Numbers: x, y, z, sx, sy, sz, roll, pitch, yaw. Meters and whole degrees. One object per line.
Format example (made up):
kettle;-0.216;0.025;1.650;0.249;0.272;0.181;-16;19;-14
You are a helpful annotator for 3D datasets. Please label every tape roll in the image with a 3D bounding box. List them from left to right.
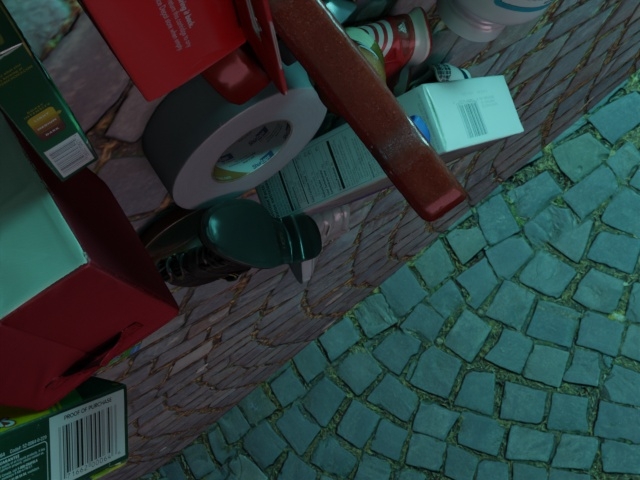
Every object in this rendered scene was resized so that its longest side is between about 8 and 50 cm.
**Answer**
tape roll;-0.100;-0.132;0.938;0.219;0.072;0.219;-33;165;-10

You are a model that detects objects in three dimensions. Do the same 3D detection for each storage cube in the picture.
storage cube;-0.284;0.026;0.743;0.183;0.215;0.193;-35;160;0

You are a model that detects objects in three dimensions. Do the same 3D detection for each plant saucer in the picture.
plant saucer;-0.206;-0.011;1.169;0.168;0.029;0.168;-34;166;-10

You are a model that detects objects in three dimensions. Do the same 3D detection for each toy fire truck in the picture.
toy fire truck;0.015;-0.151;0.676;0.169;0.254;0.302;-36;-165;8

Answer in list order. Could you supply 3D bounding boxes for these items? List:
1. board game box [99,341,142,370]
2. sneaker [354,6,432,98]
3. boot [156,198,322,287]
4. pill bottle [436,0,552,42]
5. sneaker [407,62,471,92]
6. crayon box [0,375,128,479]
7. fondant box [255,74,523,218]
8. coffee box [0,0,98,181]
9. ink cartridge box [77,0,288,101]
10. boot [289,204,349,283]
board game box;-0.401;0.194;1.358;0.211;0.039;0.160;-26;164;-32
sneaker;0.054;-0.230;1.030;0.128;0.087;0.221;-11;164;-13
boot;-0.146;0.023;1.105;0.228;0.091;0.263;-17;166;30
pill bottle;0.225;-0.343;0.868;0.146;0.146;0.264;-27;164;-31
sneaker;0.145;-0.203;1.305;0.094;0.090;0.235;0;140;-47
crayon box;-0.445;0.217;0.827;0.313;0.106;0.363;7;-169;31
fondant box;0.095;-0.130;1.154;0.330;0.096;0.238;-20;180;40
coffee box;-0.225;-0.126;0.572;0.040;0.113;0.184;-32;164;-10
ink cartridge box;-0.114;-0.173;0.430;0.078;0.231;0.134;-34;166;-5
boot;0.000;0.000;1.557;0.123;0.095;0.258;-25;163;-15
